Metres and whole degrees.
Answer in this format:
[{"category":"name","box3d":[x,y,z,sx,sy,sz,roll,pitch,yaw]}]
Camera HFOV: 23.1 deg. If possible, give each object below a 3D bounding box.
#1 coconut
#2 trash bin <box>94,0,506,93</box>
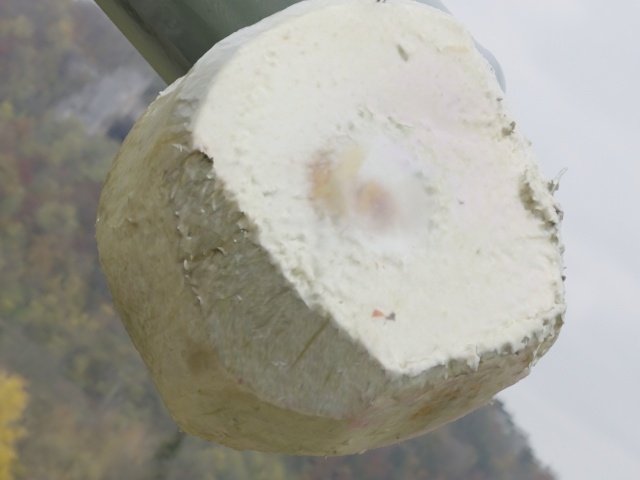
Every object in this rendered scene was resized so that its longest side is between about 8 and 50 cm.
[{"category":"coconut","box3d":[0.000,0.000,1.025,0.297,0.297,0.254,37,-27,-2]},{"category":"trash bin","box3d":[-0.014,-0.192,1.554,0.432,0.280,0.280,46,-9,-33]}]
